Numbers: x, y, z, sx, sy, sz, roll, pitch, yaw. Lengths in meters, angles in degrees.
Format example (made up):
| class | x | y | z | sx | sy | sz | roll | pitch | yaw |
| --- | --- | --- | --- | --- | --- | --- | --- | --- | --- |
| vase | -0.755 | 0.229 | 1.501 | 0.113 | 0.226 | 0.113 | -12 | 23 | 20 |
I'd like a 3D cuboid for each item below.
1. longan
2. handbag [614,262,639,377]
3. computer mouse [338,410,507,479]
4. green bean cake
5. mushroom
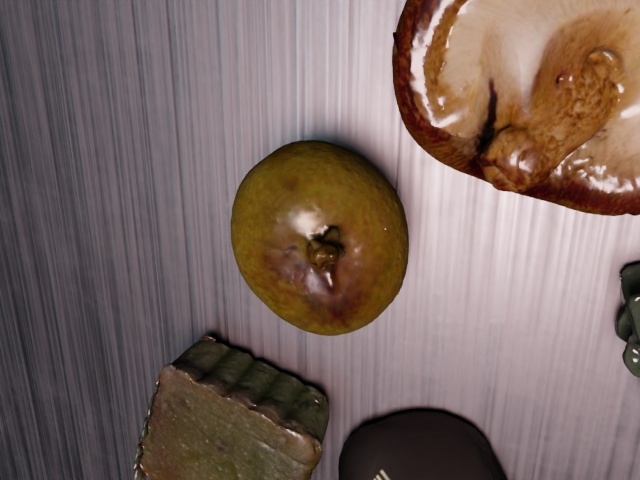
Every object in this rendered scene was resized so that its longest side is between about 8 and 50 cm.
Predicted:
| class | x | y | z | sx | sy | sz | roll | pitch | yaw |
| --- | --- | --- | --- | --- | --- | --- | --- | --- | --- |
| longan | 0.000 | 0.000 | 0.449 | 0.154 | 0.176 | 0.145 | 32 | 101 | -10 |
| handbag | 0.376 | 0.112 | 0.409 | 0.260 | 0.079 | 0.247 | -17 | 101 | 24 |
| computer mouse | 0.120 | 0.304 | 0.550 | 0.170 | 0.100 | 0.269 | -26 | 98 | 27 |
| green bean cake | -0.089 | 0.210 | 0.591 | 0.181 | 0.094 | 0.173 | 23 | 113 | 11 |
| mushroom | 0.167 | -0.121 | 0.380 | 0.231 | 0.138 | 0.194 | 26 | 101 | -3 |
